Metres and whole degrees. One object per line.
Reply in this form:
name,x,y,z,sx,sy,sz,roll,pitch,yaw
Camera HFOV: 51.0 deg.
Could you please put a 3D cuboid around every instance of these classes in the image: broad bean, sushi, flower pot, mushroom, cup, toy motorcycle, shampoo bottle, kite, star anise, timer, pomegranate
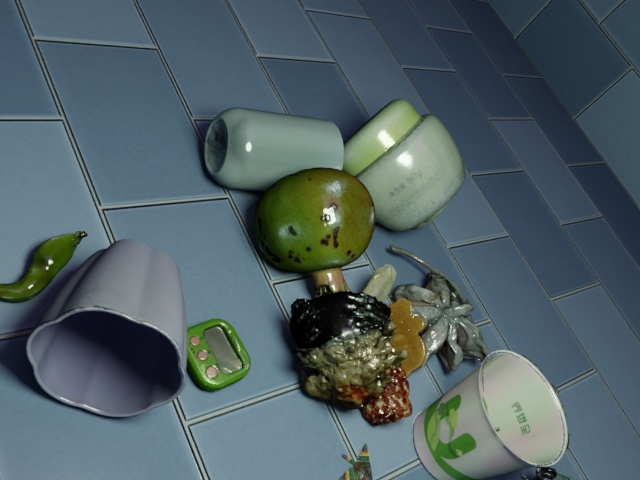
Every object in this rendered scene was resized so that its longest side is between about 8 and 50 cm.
broad bean,-0.523,0.046,1.272,0.070,0.048,0.214,42,45,-2
sushi,0.049,0.237,1.420,0.224,0.238,0.219,4,59,-13
flower pot,-0.351,0.135,1.192,0.265,0.265,0.243,25,36,-19
mushroom,0.124,0.144,1.612,0.084,0.071,0.209,41,69,-16
cup,0.361,0.408,1.481,0.253,0.274,0.253,21,48,-25
toy motorcycle,0.570,0.597,1.616,0.173,0.100,0.058,33,42,-14
shampoo bottle,0.219,-0.197,1.826,0.317,0.322,0.322,48,42,-3
kite,0.080,0.478,1.410,0.090,0.004,0.122,44,42,1
cup,-0.121,-0.219,1.679,0.312,0.205,0.206,3,56,-33
star anise,0.286,0.184,1.707,0.359,0.139,0.316,33,43,3
timer,-0.214,0.231,1.357,0.128,0.047,0.140,-17,68,-42
pomegranate,-0.023,-0.008,1.561,0.290,0.290,0.324,12,85,-30

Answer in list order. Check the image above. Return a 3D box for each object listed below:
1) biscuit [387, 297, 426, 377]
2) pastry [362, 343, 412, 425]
biscuit,0.196,0.231,1.615,0.184,0.133,0.027,62,11,21
pastry,0.139,0.316,1.523,0.115,0.097,0.209,24,43,-34
